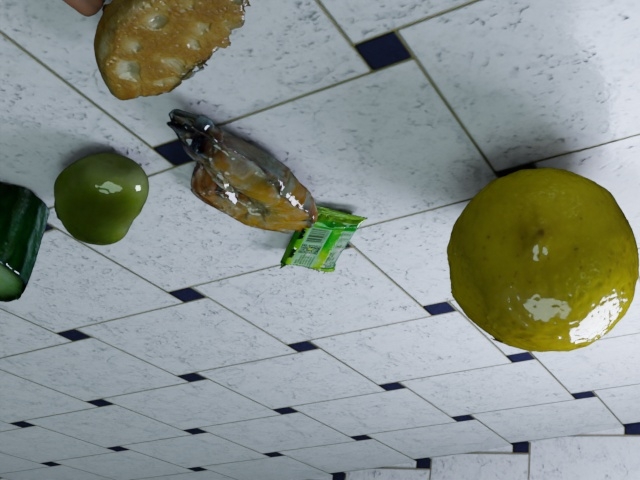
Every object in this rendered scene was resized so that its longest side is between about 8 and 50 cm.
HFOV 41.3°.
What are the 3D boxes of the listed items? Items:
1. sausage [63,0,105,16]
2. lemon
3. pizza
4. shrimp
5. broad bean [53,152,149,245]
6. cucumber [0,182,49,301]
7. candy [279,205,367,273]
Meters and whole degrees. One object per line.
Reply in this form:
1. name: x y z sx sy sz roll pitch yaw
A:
1. sausage: -0.252 -0.257 0.844 0.034 0.034 0.083 -18 145 31
2. lemon: 0.302 0.030 1.157 0.253 0.253 0.310 -9 157 18
3. pizza: -0.158 -0.225 0.875 0.127 0.058 0.246 17 146 -26
4. shrimp: -0.124 -0.084 1.146 0.164 0.062 0.317 -9 151 29
5. broad bean: -0.307 -0.060 1.181 0.124 0.082 0.174 9 141 -16
6. cucumber: -0.498 -0.003 1.238 0.191 0.130 0.191 3 149 2
7. candy: 0.000 -0.001 1.327 0.102 0.032 0.178 4 151 -14
